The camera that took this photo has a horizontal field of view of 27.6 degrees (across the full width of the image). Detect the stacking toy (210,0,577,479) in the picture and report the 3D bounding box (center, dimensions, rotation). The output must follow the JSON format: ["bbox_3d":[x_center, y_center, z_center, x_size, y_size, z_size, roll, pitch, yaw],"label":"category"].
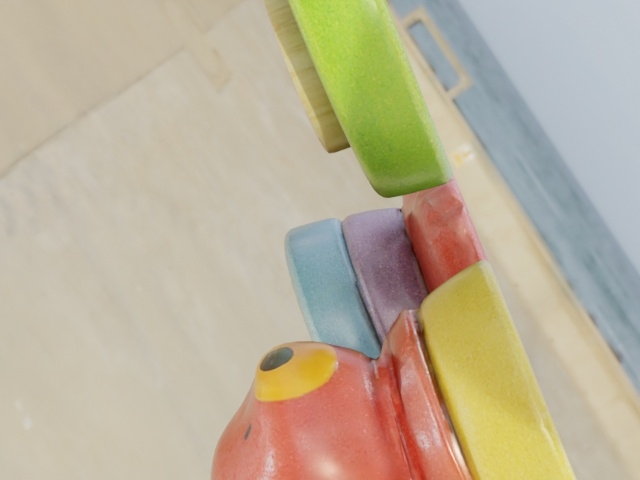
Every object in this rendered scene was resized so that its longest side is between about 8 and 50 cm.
[{"bbox_3d":[0.000,0.000,0.562,0.309,0.130,0.280,-67,135,-81],"label":"stacking toy"}]
